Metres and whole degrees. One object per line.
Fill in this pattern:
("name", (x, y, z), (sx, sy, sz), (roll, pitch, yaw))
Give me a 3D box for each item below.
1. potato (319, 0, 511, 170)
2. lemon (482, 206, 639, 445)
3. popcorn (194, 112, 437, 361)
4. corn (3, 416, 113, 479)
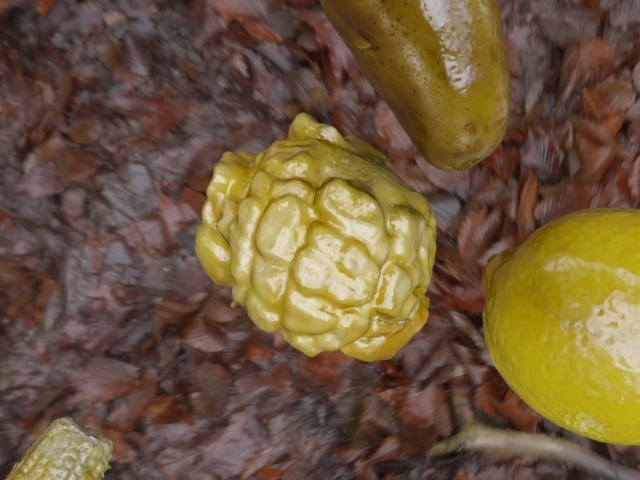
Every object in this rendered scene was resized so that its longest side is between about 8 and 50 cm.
("potato", (0.097, -0.239, 1.256), (0.195, 0.176, 0.369), (-15, 113, 27))
("lemon", (0.295, 0.083, 1.143), (0.263, 0.236, 0.236), (8, 85, 49))
("popcorn", (0.000, 0.000, 1.074), (0.250, 0.250, 0.190), (41, 97, 11))
("corn", (-0.273, 0.283, 0.999), (0.086, 0.086, 0.288), (27, 76, 12))
